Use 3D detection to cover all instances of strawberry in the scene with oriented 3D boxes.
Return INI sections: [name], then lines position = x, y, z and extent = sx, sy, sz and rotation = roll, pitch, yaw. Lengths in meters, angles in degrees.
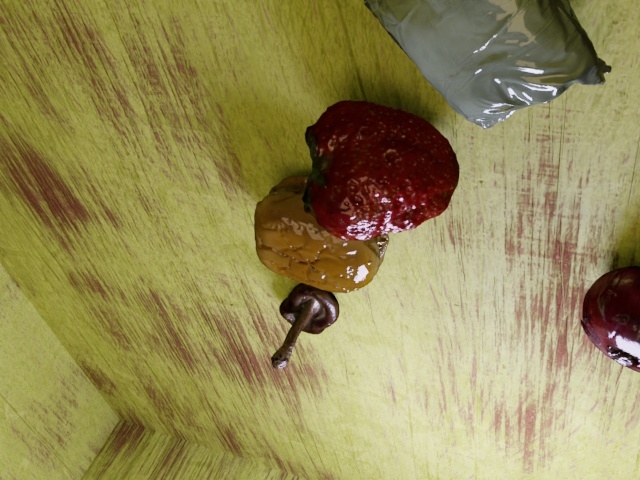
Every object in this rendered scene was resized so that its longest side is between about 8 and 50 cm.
[strawberry]
position = 0.110, -0.120, 1.267
extent = 0.277, 0.257, 0.257
rotation = 6, 140, 6

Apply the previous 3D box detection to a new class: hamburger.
[hamburger]
position = 0.000, 0.000, 1.539
extent = 0.319, 0.158, 0.318
rotation = 18, 145, 14

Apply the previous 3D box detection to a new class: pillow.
[pillow]
position = 0.238, -0.307, 1.040
extent = 0.310, 0.138, 0.283
rotation = 46, 149, -20

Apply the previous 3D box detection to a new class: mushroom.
[mushroom]
position = -0.055, 0.228, 1.792
extent = 0.148, 0.217, 0.227
rotation = 29, 143, 0

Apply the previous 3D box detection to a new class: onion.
[onion]
position = 0.606, 0.153, 1.308
extent = 0.246, 0.190, 0.246
rotation = 30, 160, 12
